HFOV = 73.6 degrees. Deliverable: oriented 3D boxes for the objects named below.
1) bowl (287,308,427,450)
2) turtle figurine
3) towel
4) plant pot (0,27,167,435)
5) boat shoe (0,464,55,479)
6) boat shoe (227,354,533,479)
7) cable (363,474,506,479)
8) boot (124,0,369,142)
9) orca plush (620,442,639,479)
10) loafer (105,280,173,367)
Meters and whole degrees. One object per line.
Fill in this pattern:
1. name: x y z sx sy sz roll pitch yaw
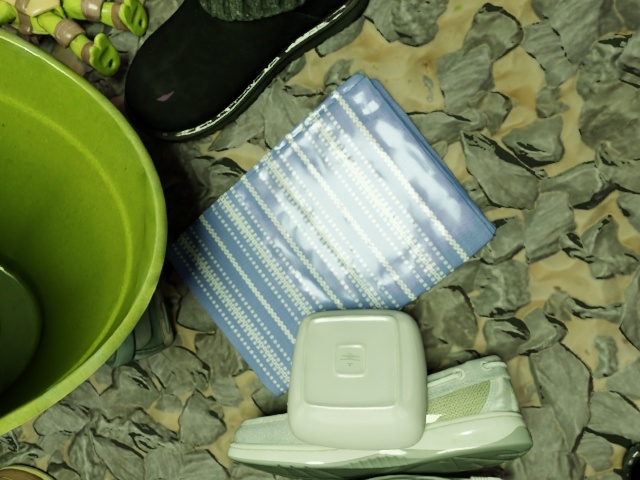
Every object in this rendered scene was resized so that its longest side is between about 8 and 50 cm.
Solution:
1. bowl: 0.035 0.129 0.430 0.142 0.053 0.142 -2 53 11
2. turtle figurine: -0.346 -0.278 0.524 0.217 0.087 0.270 24 58 2
3. towel: 0.000 0.000 0.512 0.336 0.040 0.243 -39 87 12
4. plant pot: -0.387 0.039 0.409 0.353 0.366 0.367 -37 83 45
5. boat shoe: -0.390 0.372 0.586 0.178 0.060 0.064 26 97 10
6. boat shoe: 0.053 0.201 0.474 0.320 0.118 0.103 -14 50 14
7. cable: 0.084 0.364 0.441 0.257 0.089 0.257 10 105 -9
8. boot: -0.109 -0.243 0.405 0.348 0.260 0.131 -35 85 10
9. orca plush: 0.409 0.242 0.397 0.287 0.102 0.151 -43 84 10
10. loafer: -0.248 0.019 0.547 0.096 0.084 0.268 -11 86 43
